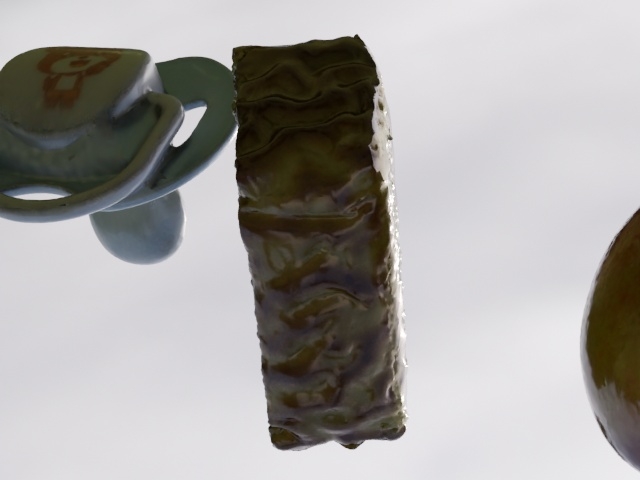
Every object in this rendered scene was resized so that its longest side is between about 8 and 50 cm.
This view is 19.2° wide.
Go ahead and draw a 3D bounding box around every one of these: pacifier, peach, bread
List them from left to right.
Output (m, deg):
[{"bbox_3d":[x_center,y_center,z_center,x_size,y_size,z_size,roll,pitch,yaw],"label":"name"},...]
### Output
[{"bbox_3d":[-0.189,-0.057,1.622,0.279,0.207,0.227,5,-132,27],"label":"pacifier"},{"bbox_3d":[0.000,0.000,1.121,0.096,0.222,0.181,-6,-150,1],"label":"bread"},{"bbox_3d":[0.235,0.046,1.021,0.197,0.197,0.197,-22,-159,9],"label":"peach"}]
